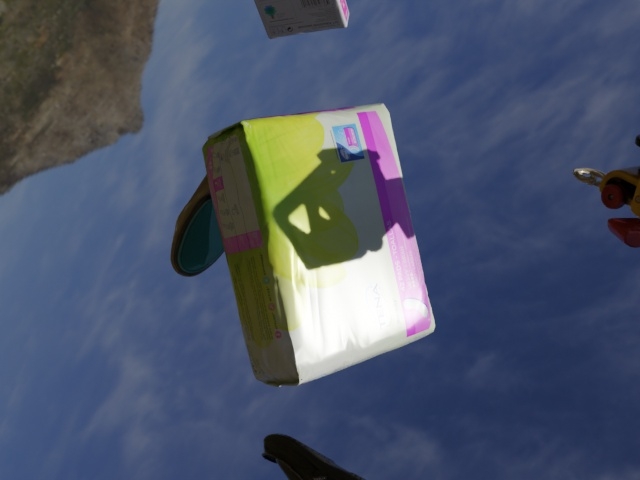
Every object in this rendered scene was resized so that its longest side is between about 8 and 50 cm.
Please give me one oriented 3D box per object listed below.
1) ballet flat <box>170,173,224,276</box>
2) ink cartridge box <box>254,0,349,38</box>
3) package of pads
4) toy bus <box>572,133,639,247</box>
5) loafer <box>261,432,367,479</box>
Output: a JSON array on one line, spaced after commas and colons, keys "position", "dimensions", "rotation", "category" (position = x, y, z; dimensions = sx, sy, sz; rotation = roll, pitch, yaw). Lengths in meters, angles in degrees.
[{"position": [-0.139, -0.051, 1.081], "dimensions": [0.073, 0.080, 0.232], "rotation": [6, -123, 46], "category": "ballet flat"}, {"position": [-0.067, -0.571, 1.682], "dimensions": [0.186, 0.311, 0.065], "rotation": [-3, -128, 18], "category": "ink cartridge box"}, {"position": [0.000, 0.000, 0.932], "dimensions": [0.229, 0.296, 0.101], "rotation": [-14, -179, -38], "category": "package of pads"}, {"position": [0.376, -0.065, 0.827], "dimensions": [0.191, 0.202, 0.104], "rotation": [-62, 163, -61], "category": "toy bus"}, {"position": [-0.007, 0.333, 1.103], "dimensions": [0.220, 0.080, 0.078], "rotation": [18, -107, 41], "category": "loafer"}]
